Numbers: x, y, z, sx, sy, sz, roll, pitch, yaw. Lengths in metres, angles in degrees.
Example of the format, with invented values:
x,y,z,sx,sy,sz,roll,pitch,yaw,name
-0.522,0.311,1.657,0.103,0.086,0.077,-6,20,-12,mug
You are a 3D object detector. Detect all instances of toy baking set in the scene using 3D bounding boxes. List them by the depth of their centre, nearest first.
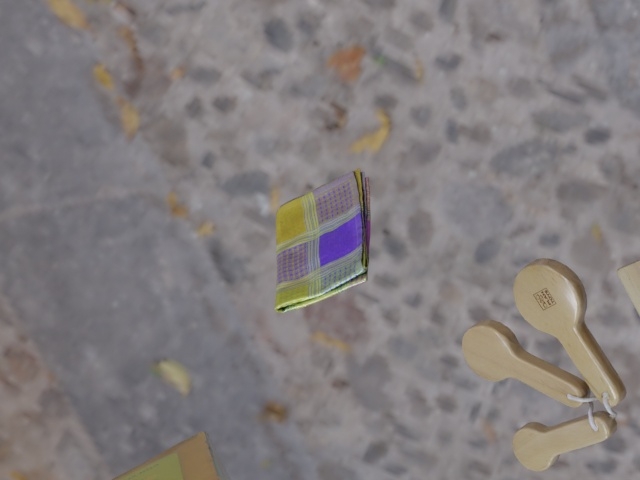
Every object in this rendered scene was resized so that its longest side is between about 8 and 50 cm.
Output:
x,y,z,sx,sy,sz,roll,pitch,yaw,name
0.161,0.110,0.834,0.196,0.030,0.256,6,115,39,toy baking set

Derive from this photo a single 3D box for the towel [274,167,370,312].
x,y,z,sx,sy,sz,roll,pitch,yaw,name
0.000,0.000,0.977,0.060,0.083,0.009,-23,130,21,towel

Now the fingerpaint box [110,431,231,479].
x,y,z,sx,sy,sz,roll,pitch,yaw,name
-0.219,0.310,1.059,0.444,0.371,0.163,-27,96,-5,fingerpaint box
